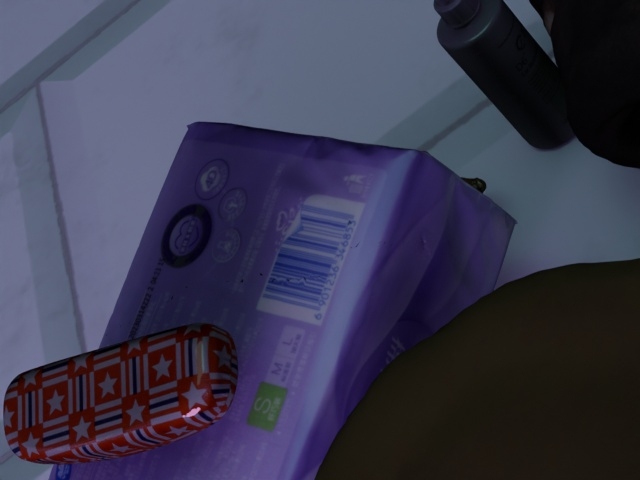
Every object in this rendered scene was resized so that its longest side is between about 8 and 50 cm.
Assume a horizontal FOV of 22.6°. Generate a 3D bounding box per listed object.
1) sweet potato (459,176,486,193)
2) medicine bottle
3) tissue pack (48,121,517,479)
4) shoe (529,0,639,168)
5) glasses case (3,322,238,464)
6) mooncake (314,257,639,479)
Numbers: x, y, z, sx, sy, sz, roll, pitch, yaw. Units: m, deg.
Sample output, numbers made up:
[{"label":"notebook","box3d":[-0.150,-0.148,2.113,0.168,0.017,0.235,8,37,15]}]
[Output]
[{"label":"sweet potato","box3d":[0.000,0.000,1.305,0.314,0.066,0.072,-12,57,33]},{"label":"medicine bottle","box3d":[0.128,-0.145,1.197,0.057,0.199,0.057,-26,42,26]},{"label":"tissue pack","box3d":[-0.033,0.102,1.141,0.242,0.160,0.338,11,77,43]},{"label":"shoe","box3d":[0.243,-0.164,1.129,0.384,0.171,0.237,21,70,42]},{"label":"glasses case","box3d":[-0.133,0.108,1.074,0.194,0.049,0.073,-17,66,33]},{"label":"mooncake","box3d":[0.158,0.206,0.830,0.378,0.201,0.378,-32,44,37]}]
